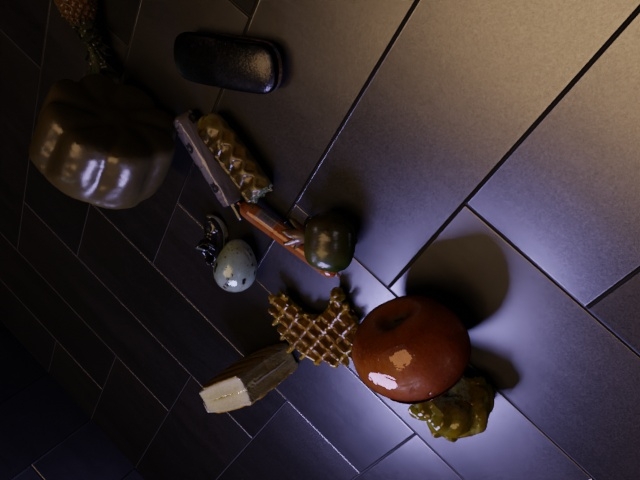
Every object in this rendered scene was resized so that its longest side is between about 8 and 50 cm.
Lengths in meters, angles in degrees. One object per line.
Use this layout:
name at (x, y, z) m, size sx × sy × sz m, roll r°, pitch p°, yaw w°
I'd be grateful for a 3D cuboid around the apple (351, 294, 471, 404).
apple at (0.208, 0.245, 1.363) m, size 0.272 × 0.251 × 0.206 m, roll -3°, pitch 137°, yaw 44°

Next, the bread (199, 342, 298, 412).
bread at (-0.225, 0.428, 1.812) m, size 0.246 × 0.239 × 0.111 m, roll -26°, pitch 91°, yaw 41°

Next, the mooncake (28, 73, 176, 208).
mooncake at (-0.581, -0.281, 1.590) m, size 0.378 × 0.378 × 0.200 m, roll 46°, pitch 126°, yaw 7°

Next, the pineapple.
pineapple at (-0.665, -0.585, 1.652) m, size 0.130 × 0.119 × 0.277 m, roll -7°, pitch 113°, yaw 19°

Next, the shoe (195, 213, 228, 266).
shoe at (-0.332, 0.009, 1.744) m, size 0.071 × 0.099 × 0.169 m, roll 11°, pitch 120°, yaw 35°

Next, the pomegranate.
pomegranate at (0.000, 0.000, 1.470) m, size 0.191 × 0.131 × 0.151 m, roll 8°, pitch 99°, yaw 37°

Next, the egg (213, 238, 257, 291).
egg at (-0.250, 0.072, 1.701) m, size 0.131 × 0.131 × 0.164 m, roll 16°, pitch 112°, yaw 30°

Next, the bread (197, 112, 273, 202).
bread at (-0.232, -0.224, 1.547) m, size 0.087 × 0.098 × 0.269 m, roll -37°, pitch 89°, yaw 1°

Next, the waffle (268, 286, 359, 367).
waffle at (-0.005, 0.248, 1.660) m, size 0.293 × 0.069 × 0.259 m, roll -3°, pitch 115°, yaw 35°

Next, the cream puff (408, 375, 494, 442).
cream puff at (0.311, 0.413, 1.446) m, size 0.221 × 0.195 × 0.194 m, roll 25°, pitch 127°, yaw 29°

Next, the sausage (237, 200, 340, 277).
sausage at (-0.087, -0.006, 1.570) m, size 0.348 × 0.053 × 0.053 m, roll 36°, pitch 131°, yaw 9°

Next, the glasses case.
glasses case at (-0.233, -0.439, 1.428) m, size 0.321 × 0.082 × 0.122 m, roll 17°, pitch 125°, yaw 27°

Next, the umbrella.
umbrella at (-0.299, -0.203, 1.618) m, size 0.337 × 0.073 × 0.067 m, roll 59°, pitch 176°, yaw -6°
